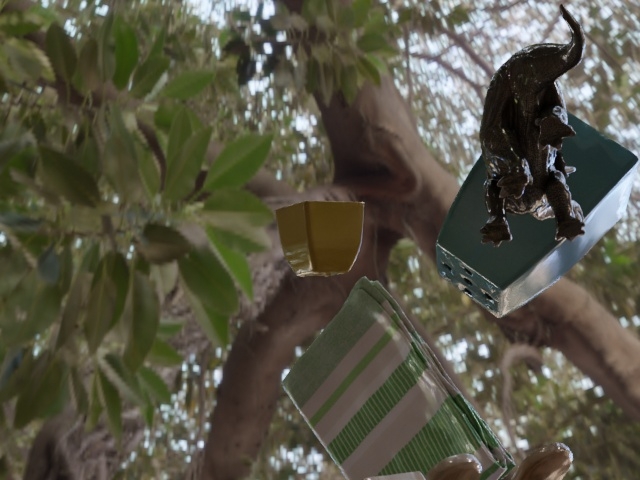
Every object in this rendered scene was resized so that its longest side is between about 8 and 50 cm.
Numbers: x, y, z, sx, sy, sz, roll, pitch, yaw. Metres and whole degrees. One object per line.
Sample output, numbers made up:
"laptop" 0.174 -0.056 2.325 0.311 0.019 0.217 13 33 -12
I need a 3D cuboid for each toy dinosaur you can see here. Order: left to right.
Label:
"toy dinosaur" 0.190 -0.098 1.129 0.121 0.160 0.313 -13 -45 5

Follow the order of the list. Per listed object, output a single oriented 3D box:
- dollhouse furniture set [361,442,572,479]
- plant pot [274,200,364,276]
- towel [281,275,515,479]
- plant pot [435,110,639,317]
"dollhouse furniture set" 0.195 0.353 1.149 0.394 0.362 0.256 0 -49 -30
"plant pot" 0.000 0.000 1.418 0.081 0.081 0.083 1 -96 -30
"towel" 0.090 0.243 1.611 0.038 0.325 0.248 -5 -40 -47
"plant pot" 0.260 -0.030 1.535 0.234 0.165 0.166 -47 -21 -14
